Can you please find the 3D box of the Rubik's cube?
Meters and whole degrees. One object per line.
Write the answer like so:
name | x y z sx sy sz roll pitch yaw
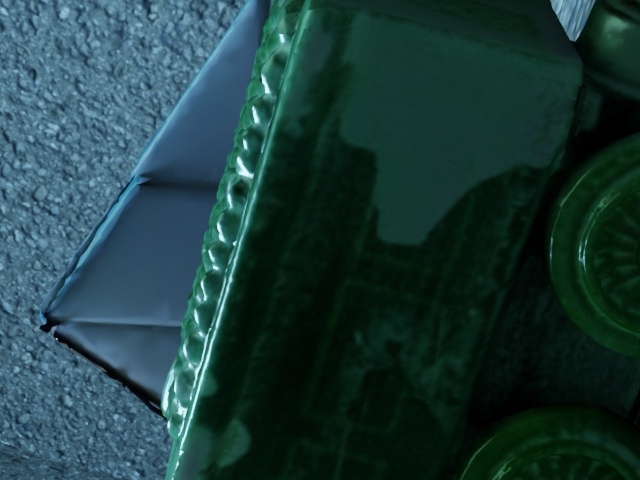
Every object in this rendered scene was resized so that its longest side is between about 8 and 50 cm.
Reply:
Rubik's cube | 0.000 0.000 0.912 0.231 0.221 0.224 -55 6 4

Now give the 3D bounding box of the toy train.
toy train | 0.054 0.021 0.602 0.145 0.202 0.266 -87 13 -68
